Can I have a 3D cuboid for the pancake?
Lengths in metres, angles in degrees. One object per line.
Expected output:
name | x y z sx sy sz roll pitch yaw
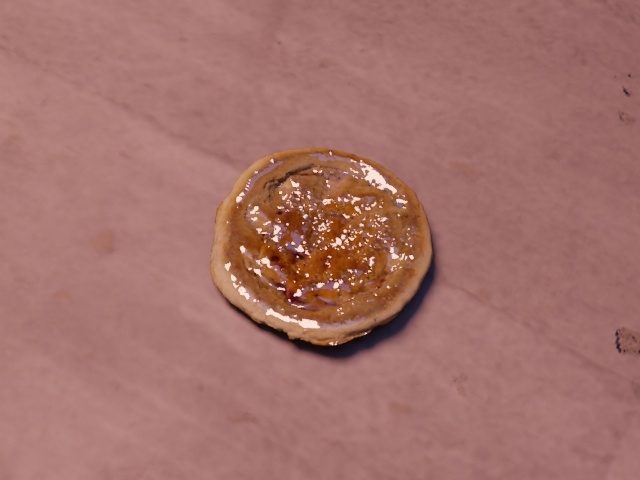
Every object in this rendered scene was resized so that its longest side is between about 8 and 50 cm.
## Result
pancake | 0.000 0.000 0.927 0.139 0.022 0.140 4 59 -6
